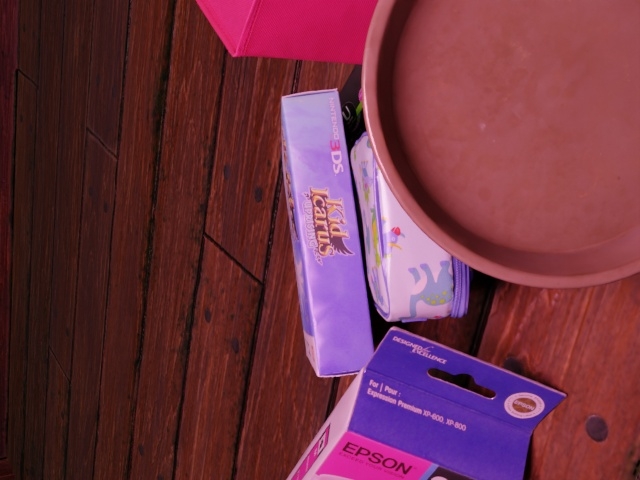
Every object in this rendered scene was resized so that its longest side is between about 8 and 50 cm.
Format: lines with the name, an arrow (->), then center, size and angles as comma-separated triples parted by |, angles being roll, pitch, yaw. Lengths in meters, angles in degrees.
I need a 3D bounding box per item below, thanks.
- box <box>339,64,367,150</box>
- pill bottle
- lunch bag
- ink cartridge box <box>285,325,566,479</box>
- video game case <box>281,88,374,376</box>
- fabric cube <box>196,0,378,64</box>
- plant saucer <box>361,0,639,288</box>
box -> 0.057, -0.147, 0.846 | 0.062, 0.052, 0.083 | 62, 141, 29
pill bottle -> 0.171, -0.128, 0.619 | 0.123, 0.123, 0.219 | 2, 95, 56
lunch bag -> 0.079, -0.014, 0.728 | 0.219, 0.090, 0.176 | -148, 54, -87
ink cartridge box -> 0.069, 0.248, 0.773 | 0.069, 0.176, 0.370 | -78, 12, -53
video game case -> 0.000, 0.000, 0.841 | 0.244, 0.061, 0.269 | 133, 130, -84
fabric cube -> 0.027, -0.328, 0.686 | 0.254, 0.258, 0.259 | 61, 139, 33
plant saucer -> 0.165, -0.106, 0.538 | 0.041, 0.278, 0.277 | -135, 42, -85
